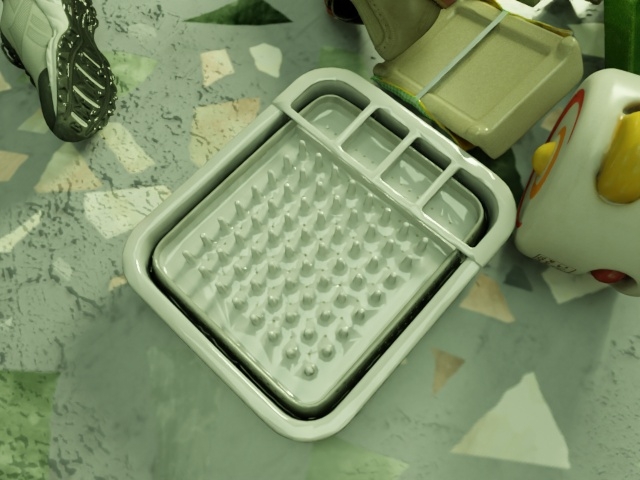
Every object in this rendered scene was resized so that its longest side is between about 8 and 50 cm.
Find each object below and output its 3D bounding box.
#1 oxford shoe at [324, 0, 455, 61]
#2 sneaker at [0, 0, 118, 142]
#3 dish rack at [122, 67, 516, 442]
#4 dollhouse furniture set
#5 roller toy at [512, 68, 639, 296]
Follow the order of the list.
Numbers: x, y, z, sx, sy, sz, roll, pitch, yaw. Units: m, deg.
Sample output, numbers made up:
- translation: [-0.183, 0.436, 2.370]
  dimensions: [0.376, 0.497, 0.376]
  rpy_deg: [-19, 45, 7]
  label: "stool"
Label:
- translation: [0.032, -0.359, 0.661]
  dimensions: [0.130, 0.123, 0.348]
  rpy_deg: [-49, 48, 25]
  label: "oxford shoe"
- translation: [-0.327, -0.225, 0.636]
  dimensions: [0.108, 0.100, 0.272]
  rpy_deg: [-24, 66, 7]
  label: "sneaker"
- translation: [0.000, 0.000, 0.545]
  dimensions: [0.285, 0.072, 0.333]
  rpy_deg: [41, 74, 14]
  label: "dish rack"
- translation: [0.246, -0.219, 0.633]
  dimensions: [0.301, 0.151, 0.197]
  rpy_deg: [-43, 52, 3]
  label: "dollhouse furniture set"
- translation: [0.274, -0.054, 0.495]
  dimensions: [0.146, 0.191, 0.209]
  rpy_deg: [23, 42, 11]
  label: "roller toy"
